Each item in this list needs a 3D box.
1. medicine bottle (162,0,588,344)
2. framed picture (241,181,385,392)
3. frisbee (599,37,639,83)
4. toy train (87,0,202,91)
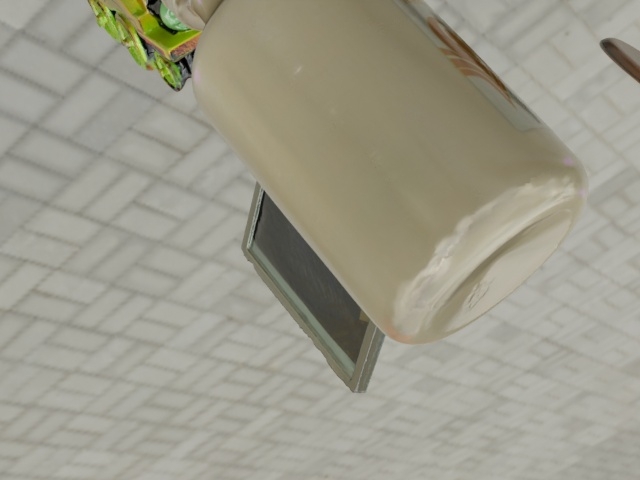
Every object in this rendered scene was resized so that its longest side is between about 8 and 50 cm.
[{"bbox_3d":[0.003,-0.076,0.494,0.114,0.252,0.114,-34,159,-15],"label":"medicine bottle"},{"bbox_3d":[-0.001,0.000,1.053,0.018,0.265,0.192,-4,123,-32],"label":"framed picture"},{"bbox_3d":[0.495,-0.208,1.478,0.251,0.251,0.021,11,124,-47],"label":"frisbee"},{"bbox_3d":[-0.220,-0.301,1.341,0.100,0.296,0.160,-35,134,-16],"label":"toy train"}]
